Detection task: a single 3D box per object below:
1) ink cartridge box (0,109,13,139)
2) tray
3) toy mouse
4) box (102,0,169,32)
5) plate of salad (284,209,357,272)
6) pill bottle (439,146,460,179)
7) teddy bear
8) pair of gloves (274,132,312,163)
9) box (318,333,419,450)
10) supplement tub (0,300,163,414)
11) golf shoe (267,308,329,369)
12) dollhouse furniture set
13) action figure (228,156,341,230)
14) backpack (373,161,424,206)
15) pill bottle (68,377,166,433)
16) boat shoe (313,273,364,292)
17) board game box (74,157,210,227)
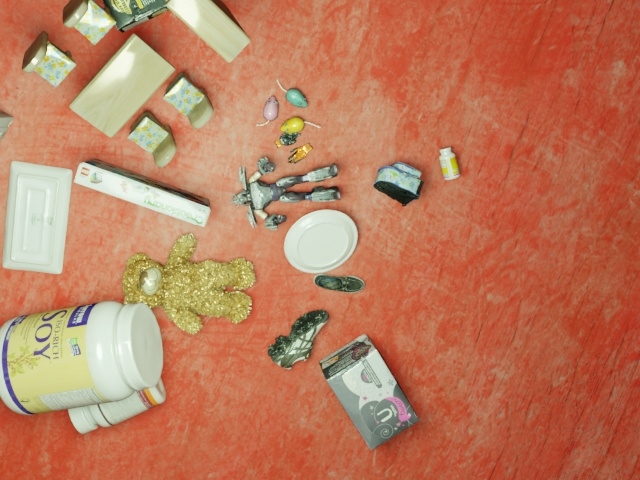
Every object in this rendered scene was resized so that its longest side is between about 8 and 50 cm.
[{"bbox_3d":[-0.829,-0.275,1.548,0.176,0.128,0.127,30,94,-13],"label":"ink cartridge box"},{"bbox_3d":[-0.702,-0.052,1.664,0.145,0.030,0.270,7,99,-12],"label":"tray"},{"bbox_3d":[-0.091,-0.341,1.708,0.161,0.031,0.143,-12,98,-3],"label":"toy mouse"},{"bbox_3d":[-0.416,-0.675,1.517,0.257,0.079,0.321,-27,105,0],"label":"box"},{"bbox_3d":[0.000,0.000,1.776,0.200,0.048,0.199,-9,125,-13],"label":"plate of salad"},{"bbox_3d":[0.344,-0.207,1.807,0.044,0.043,0.083,-18,103,-6],"label":"pill bottle"},{"bbox_3d":[-0.331,0.116,1.718,0.338,0.113,0.245,24,94,-13],"label":"teddy bear"},{"bbox_3d":[-0.070,-0.245,1.746,0.074,0.010,0.083,-37,102,0],"label":"pair of gloves"},{"bbox_3d":[0.132,0.410,1.836,0.163,0.142,0.247,-31,104,-3],"label":"box"},{"bbox_3d":[-0.570,0.275,1.610,0.332,0.241,0.240,-11,102,6],"label":"supplement tub"},{"bbox_3d":[-0.046,0.267,1.822,0.198,0.077,0.094,-39,119,3],"label":"golf shoe"},{"bbox_3d":[-0.368,-0.382,1.454,0.394,0.256,0.362,-44,126,11],"label":"dollhouse furniture set"},{"bbox_3d":[-0.096,-0.128,1.721,0.285,0.099,0.185,-11,108,-4],"label":"action figure"},{"bbox_3d":[0.201,-0.154,1.765,0.114,0.105,0.084,22,74,-12],"label":"backpack"},{"bbox_3d":[-0.522,0.404,1.733,0.221,0.121,0.121,-24,104,-4],"label":"pill bottle"},{"bbox_3d":[0.052,0.118,1.819,0.142,0.040,0.049,6,99,-11],"label":"boat shoe"},{"bbox_3d":[-0.416,-0.117,1.616,0.306,0.193,0.053,20,96,-12],"label":"board game box"}]
